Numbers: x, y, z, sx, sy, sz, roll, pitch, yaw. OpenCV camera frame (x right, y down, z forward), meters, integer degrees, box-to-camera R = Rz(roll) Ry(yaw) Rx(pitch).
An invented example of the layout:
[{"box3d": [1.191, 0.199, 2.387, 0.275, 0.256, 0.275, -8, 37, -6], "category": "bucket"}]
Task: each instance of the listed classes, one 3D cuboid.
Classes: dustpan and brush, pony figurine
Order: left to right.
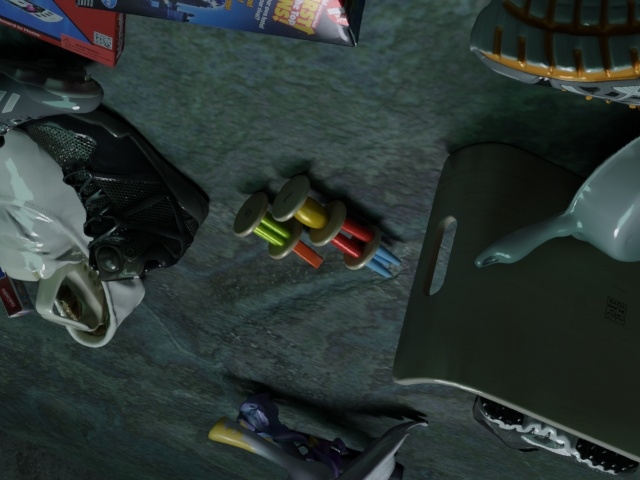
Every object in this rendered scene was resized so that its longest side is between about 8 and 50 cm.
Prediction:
[{"box3d": [-0.018, 0.411, 1.453, 0.363, 0.351, 0.303, 32, 152, 16], "category": "pony figurine"}, {"box3d": [0.219, -0.022, 0.676, 0.060, 0.211, 0.147, 52, 170, 36], "category": "dustpan and brush"}]

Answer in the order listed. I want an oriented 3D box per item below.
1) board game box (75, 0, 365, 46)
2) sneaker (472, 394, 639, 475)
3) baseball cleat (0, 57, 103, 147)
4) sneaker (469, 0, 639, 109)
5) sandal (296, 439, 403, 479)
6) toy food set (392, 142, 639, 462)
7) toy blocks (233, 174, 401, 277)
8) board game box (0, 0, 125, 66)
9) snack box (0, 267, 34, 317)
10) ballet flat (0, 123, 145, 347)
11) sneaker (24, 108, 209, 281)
[{"box3d": [-0.049, -0.205, 0.564, 0.194, 0.060, 0.194, 16, 147, -10], "category": "board game box"}, {"box3d": [0.308, 0.253, 1.189, 0.234, 0.078, 0.106, 22, 156, 0], "category": "sneaker"}, {"box3d": [-0.290, -0.123, 0.832, 0.206, 0.072, 0.109, 16, 115, 23], "category": "baseball cleat"}, {"box3d": [0.203, -0.116, 0.564, 0.215, 0.084, 0.083, 9, 156, 16], "category": "sneaker"}, {"box3d": [0.032, 0.419, 1.699, 0.255, 0.054, 0.097, 10, 160, -5], "category": "sandal"}, {"box3d": [0.221, 0.074, 0.749, 0.306, 0.219, 0.092, 23, 152, -10], "category": "toy food set"}, {"box3d": [0.000, 0.000, 0.929, 0.148, 0.054, 0.123, 34, 148, -28], "category": "toy blocks"}, {"box3d": [-0.290, -0.238, 0.699, 0.281, 0.027, 0.145, 21, 152, -5], "category": "board game box"}, {"box3d": [-0.401, 0.009, 1.086, 0.022, 0.178, 0.064, -24, 179, -7], "category": "snack box"}, {"box3d": [-0.319, 0.017, 1.074, 0.139, 0.139, 0.400, 10, 151, 15], "category": "ballet flat"}, {"box3d": [-0.220, -0.043, 0.907, 0.087, 0.130, 0.227, -8, 140, 39], "category": "sneaker"}]
